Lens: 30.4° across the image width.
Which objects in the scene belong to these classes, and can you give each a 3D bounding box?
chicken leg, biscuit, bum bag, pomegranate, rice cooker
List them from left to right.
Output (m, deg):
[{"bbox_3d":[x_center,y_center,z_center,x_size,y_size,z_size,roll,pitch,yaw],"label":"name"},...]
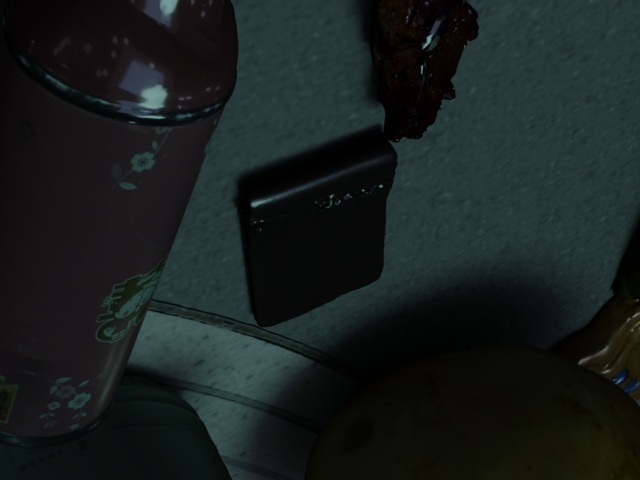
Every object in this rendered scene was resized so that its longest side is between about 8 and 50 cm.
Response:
[{"bbox_3d":[-0.147,0.241,0.801,0.280,0.227,0.241,-31,146,-3],"label":"rice cooker"},{"bbox_3d":[0.000,0.000,0.797,0.109,0.026,0.159,-23,145,-15],"label":"bum bag"},{"bbox_3d":[0.062,-0.134,0.660,0.093,0.053,0.205,-44,160,-26],"label":"chicken leg"},{"bbox_3d":[0.129,0.236,0.984,0.338,0.338,0.338,-22,145,-16],"label":"pomegranate"},{"bbox_3d":[0.323,0.106,1.176,0.334,0.047,0.202,-39,146,8],"label":"biscuit"}]

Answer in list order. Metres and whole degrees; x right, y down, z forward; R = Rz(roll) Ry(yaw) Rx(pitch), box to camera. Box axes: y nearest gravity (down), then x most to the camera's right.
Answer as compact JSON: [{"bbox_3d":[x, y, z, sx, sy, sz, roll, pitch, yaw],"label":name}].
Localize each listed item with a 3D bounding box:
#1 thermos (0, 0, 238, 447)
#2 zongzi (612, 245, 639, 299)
[{"bbox_3d":[-0.102,-0.043,0.585,0.136,0.109,0.330,-5,137,-34],"label":"thermos"},{"bbox_3d":[0.447,-0.109,0.948,0.403,0.208,0.432,-49,-173,-18],"label":"zongzi"}]
